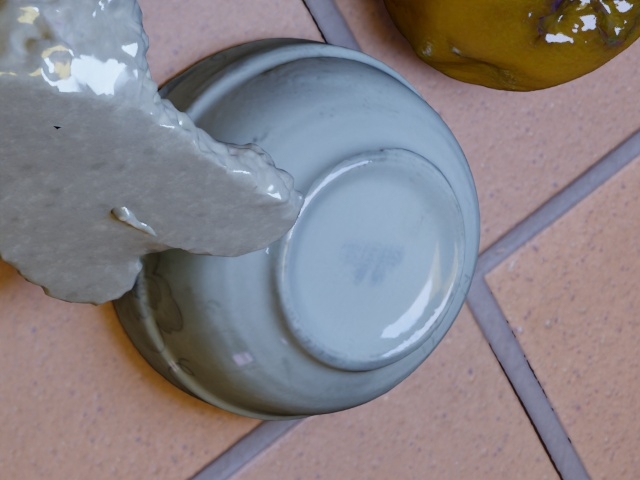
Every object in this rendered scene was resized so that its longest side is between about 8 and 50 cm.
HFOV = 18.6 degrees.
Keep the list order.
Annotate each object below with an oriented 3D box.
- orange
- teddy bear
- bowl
[{"bbox_3d":[0.169,-0.235,1.539,0.249,0.183,0.249,-14,118,-28],"label":"orange"},{"bbox_3d":[-0.188,-0.202,1.349,0.375,0.327,0.362,41,37,-53],"label":"teddy bear"},{"bbox_3d":[0.000,0.000,1.525,0.307,0.163,0.307,-7,103,-30],"label":"bowl"}]
